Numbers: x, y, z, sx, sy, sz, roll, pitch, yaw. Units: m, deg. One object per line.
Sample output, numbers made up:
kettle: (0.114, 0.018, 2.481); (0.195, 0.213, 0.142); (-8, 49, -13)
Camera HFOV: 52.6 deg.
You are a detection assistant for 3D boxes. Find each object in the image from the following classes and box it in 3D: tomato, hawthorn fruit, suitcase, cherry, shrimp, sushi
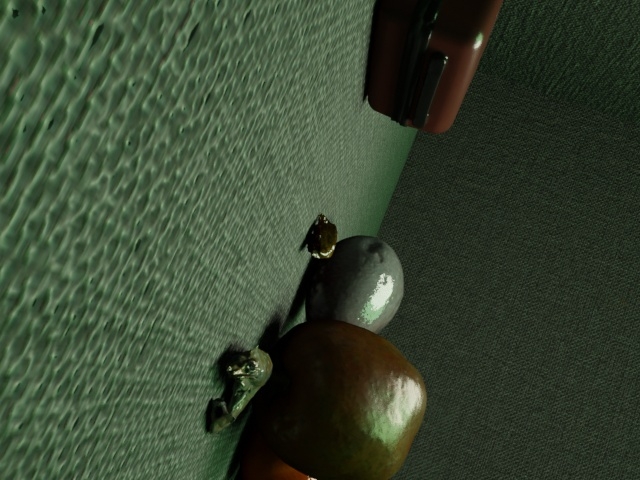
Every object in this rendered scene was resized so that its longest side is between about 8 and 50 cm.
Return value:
tomato: (-0.039, 0.410, 1.257); (0.180, 0.260, 0.260); (-28, -152, 47)
hawthorn fruit: (0.015, 0.250, 1.049); (0.267, 0.301, 0.268); (-28, -133, 35)
suitcase: (0.181, -0.327, 1.012); (0.297, 0.161, 0.236); (93, 20, -72)
cherry: (0.067, 0.098, 1.268); (0.266, 0.183, 0.213); (-56, 155, -47)
shrimp: (-0.106, 0.190, 0.815); (0.126, 0.047, 0.223); (-57, 172, -14)
sushi: (0.000, 0.000, 1.061); (0.099, 0.047, 0.050); (-88, -156, -55)

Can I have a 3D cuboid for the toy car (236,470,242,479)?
toy car: (-0.115, 0.579, 1.280); (0.166, 0.198, 0.314); (-62, 177, 21)
